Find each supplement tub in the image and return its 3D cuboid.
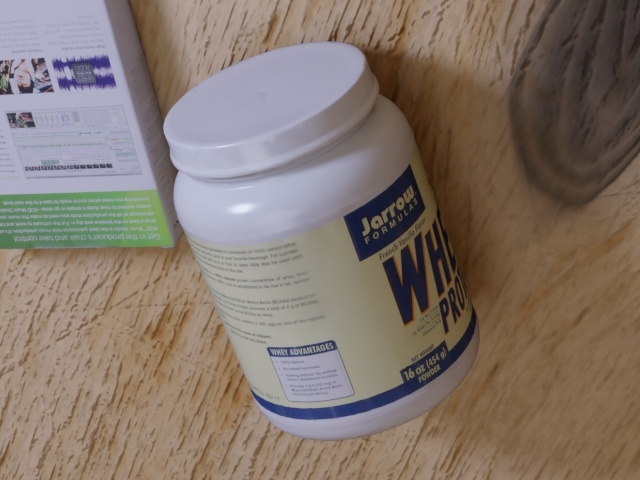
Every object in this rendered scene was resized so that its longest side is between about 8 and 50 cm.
[{"bbox_3d":[0.000,0.000,1.875,0.235,0.235,0.325,-8,119,25],"label":"supplement tub"}]

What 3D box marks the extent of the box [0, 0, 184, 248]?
[{"bbox_3d":[-0.280,-0.137,2.003,0.232,0.058,0.322,-1,120,21],"label":"box"}]
